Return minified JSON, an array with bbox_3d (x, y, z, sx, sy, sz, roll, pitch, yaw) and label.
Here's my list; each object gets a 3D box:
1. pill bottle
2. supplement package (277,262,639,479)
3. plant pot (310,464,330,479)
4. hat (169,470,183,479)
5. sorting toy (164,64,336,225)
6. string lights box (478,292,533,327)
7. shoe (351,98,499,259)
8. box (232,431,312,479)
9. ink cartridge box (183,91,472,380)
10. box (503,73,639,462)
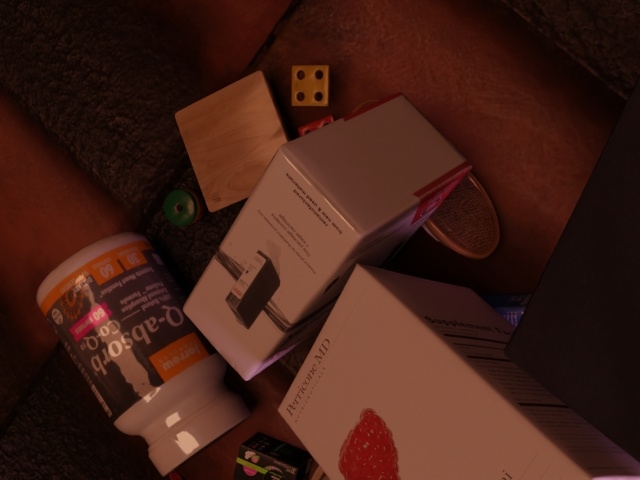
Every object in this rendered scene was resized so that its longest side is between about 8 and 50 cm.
[{"bbox_3d":[-0.217,0.140,1.041,0.162,0.162,0.278,-40,80,23],"label":"pill bottle"},{"bbox_3d":[0.129,0.178,0.735,0.293,0.175,0.177,43,112,45],"label":"supplement package"},{"bbox_3d":[0.068,0.395,0.869,0.334,0.305,0.334,4,99,24],"label":"plant pot"},{"bbox_3d":[-0.154,0.407,1.029,0.183,0.208,0.173,20,85,5],"label":"hat"},{"bbox_3d":[-0.086,-0.122,1.011,0.274,0.046,0.132,-21,88,25],"label":"sorting toy"},{"bbox_3d":[0.197,0.128,0.902,0.259,0.077,0.133,-4,96,24],"label":"string lights box"},{"bbox_3d":[0.116,-0.067,0.929,0.076,0.058,0.219,-39,84,-8],"label":"shoe"},{"bbox_3d":[-0.061,0.291,1.052,0.083,0.052,0.062,16,103,20],"label":"box"},{"bbox_3d":[0.000,0.000,0.862,0.114,0.197,0.273,48,135,11],"label":"ink cartridge box"},{"bbox_3d":[0.335,-0.010,0.652,0.183,0.296,0.294,38,126,32],"label":"box"}]
